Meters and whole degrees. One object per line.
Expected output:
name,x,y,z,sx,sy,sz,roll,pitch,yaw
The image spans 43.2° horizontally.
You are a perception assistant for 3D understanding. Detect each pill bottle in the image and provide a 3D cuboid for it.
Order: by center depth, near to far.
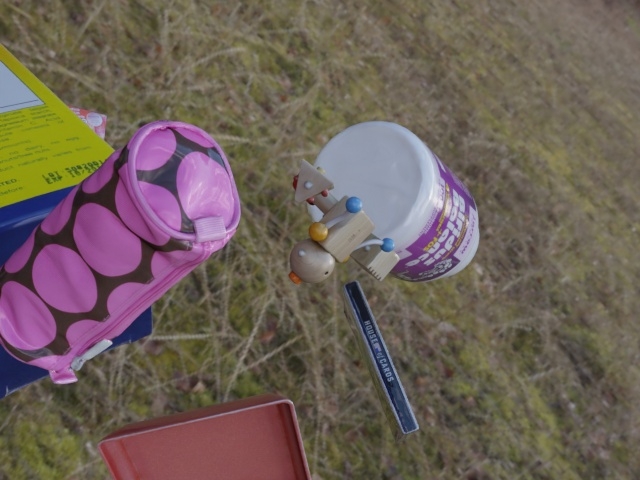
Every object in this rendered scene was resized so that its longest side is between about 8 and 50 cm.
pill bottle,0.116,-0.035,1.090,0.169,0.169,0.301,56,14,25

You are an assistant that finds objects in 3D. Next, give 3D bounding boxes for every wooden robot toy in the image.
wooden robot toy,0.000,0.000,0.645,0.076,0.079,0.173,38,-3,28

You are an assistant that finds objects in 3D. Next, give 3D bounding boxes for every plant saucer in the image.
plant saucer,-0.149,0.315,1.130,0.048,0.258,0.259,-106,-175,-50

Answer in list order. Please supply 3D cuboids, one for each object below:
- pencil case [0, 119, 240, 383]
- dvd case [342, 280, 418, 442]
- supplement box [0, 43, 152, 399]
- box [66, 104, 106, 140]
pencil case,-0.141,0.013,0.549,0.095,0.209,0.098,6,55,-45
dvd case,0.090,0.195,1.267,0.179,0.029,0.239,84,-15,-72
supplement box,-0.343,-0.039,0.820,0.194,0.195,0.356,-22,46,-34
box,-0.537,-0.161,1.647,0.128,0.257,0.122,12,62,-28
